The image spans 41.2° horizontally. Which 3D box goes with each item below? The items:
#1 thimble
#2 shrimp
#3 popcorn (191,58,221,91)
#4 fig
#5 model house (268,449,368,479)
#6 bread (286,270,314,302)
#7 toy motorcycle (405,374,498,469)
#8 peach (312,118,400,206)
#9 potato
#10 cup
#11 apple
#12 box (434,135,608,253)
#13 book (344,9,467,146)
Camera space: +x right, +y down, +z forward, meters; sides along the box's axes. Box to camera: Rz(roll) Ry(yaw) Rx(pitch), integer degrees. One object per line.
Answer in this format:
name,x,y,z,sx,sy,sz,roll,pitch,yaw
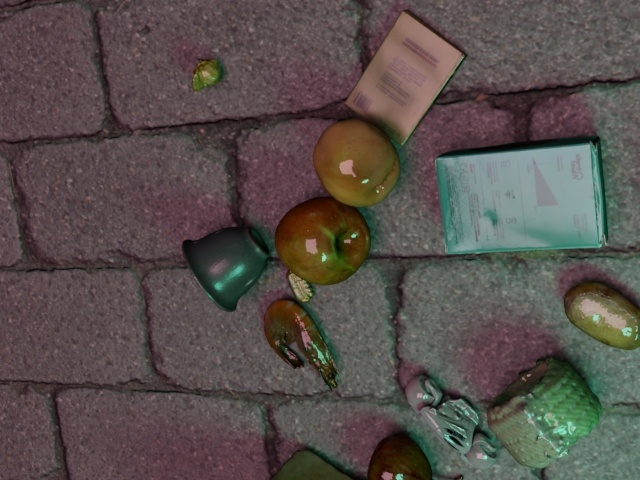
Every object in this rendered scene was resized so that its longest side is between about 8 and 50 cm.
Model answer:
thimble,0.442,0.343,1.701,0.150,0.219,0.219,49,117,5
shrimp,-0.044,0.247,1.981,0.249,0.068,0.150,51,130,9
popcorn,-0.258,-0.369,1.899,0.083,0.059,0.068,-45,44,-5
fig,0.185,0.525,1.913,0.202,0.148,0.149,44,160,-27
model house,-0.027,0.766,1.970,0.342,0.334,0.382,28,124,17
bread,-0.045,0.101,1.955,0.049,0.034,0.088,-25,97,13
toy motorcycle,0.280,0.401,1.850,0.254,0.112,0.112,46,117,5
peach,0.075,-0.155,1.748,0.184,0.184,0.184,6,106,22
potato,0.559,0.146,1.673,0.170,0.080,0.107,30,122,17
cup,-0.198,0.041,1.942,0.150,0.199,0.199,-35,88,9
apple,0.000,0.000,1.822,0.196,0.196,0.196,6,106,22
box,0.393,-0.087,1.662,0.311,0.118,0.205,-4,105,25
book,0.170,-0.331,1.747,0.161,0.026,0.231,39,116,9
